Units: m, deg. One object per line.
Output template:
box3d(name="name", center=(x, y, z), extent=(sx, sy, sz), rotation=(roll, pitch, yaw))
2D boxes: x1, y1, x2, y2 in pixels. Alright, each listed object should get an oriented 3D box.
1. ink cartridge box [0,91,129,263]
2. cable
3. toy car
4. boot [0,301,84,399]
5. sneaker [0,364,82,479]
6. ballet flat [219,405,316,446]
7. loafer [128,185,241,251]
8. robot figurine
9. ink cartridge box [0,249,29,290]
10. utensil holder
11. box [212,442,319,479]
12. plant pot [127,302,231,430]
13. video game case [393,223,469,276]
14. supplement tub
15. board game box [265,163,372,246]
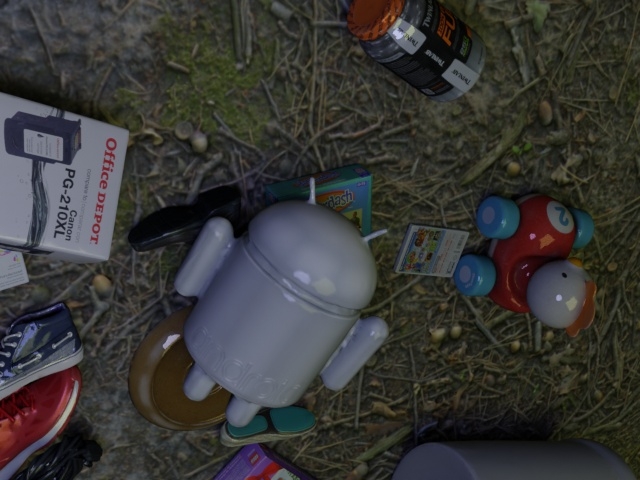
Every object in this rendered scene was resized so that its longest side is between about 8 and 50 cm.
box3d(name="ink cartridge box", center=(-0.363, -0.077, 1.203), extent=(0.237, 0.100, 0.172), rotation=(14, 79, -35))
box3d(name="cable", center=(-0.396, 0.331, 1.442), extent=(0.150, 0.047, 0.184), rotation=(-32, 168, -1))
box3d(name="toy car", center=(0.390, 0.055, 1.672), extent=(0.219, 0.238, 0.210), rotation=(6, 113, -33))
box3d(name="boot", center=(-0.421, 0.154, 1.370), extent=(0.190, 0.069, 0.086), rotation=(-25, 119, -26))
box3d(name="sneaker", center=(-0.438, 0.244, 1.392), extent=(0.221, 0.087, 0.128), rotation=(-52, 130, 3))
box3d(name="ballet flat", center=(-0.090, 0.308, 1.663), extent=(0.168, 0.057, 0.052), rotation=(0, 144, -26))
box3d(name="loafer", center=(-0.185, -0.016, 1.411), extent=(0.170, 0.062, 0.061), rotation=(-21, 130, -17))
box3d(name="robot figurine", center=(-0.055, 0.090, 1.404), extent=(0.300, 0.200, 0.353), rotation=(31, 107, -9))
box3d(name="ink cartridge box", center=(-0.432, 0.005, 1.281), extent=(0.088, 0.052, 0.122), rotation=(-19, 123, -21))
box3d(name="utensil holder", center=(0.357, 0.529, 1.876), extent=(0.385, 0.327, 0.327), rotation=(9, 111, -30))
box3d(name="box", center=(-0.143, 0.496, 1.725), extent=(0.293, 0.057, 0.201), rotation=(-47, 130, 1))
box3d(name="plant pot", center=(-0.179, 0.203, 1.555), extent=(0.236, 0.032, 0.236), rotation=(-14, 122, -23))
box3d(name="video game case", center=(0.185, 0.017, 1.677), extent=(0.122, 0.011, 0.087), rotation=(6, 113, -33))
box3d(name="supplement tub", center=(0.134, -0.283, 1.409), extent=(0.190, 0.117, 0.117), rotation=(26, 101, -39))
box3d(name="board game box", center=(0.000, 0.000, 1.534), extent=(0.160, 0.047, 0.210), rotation=(-14, 123, -23))
